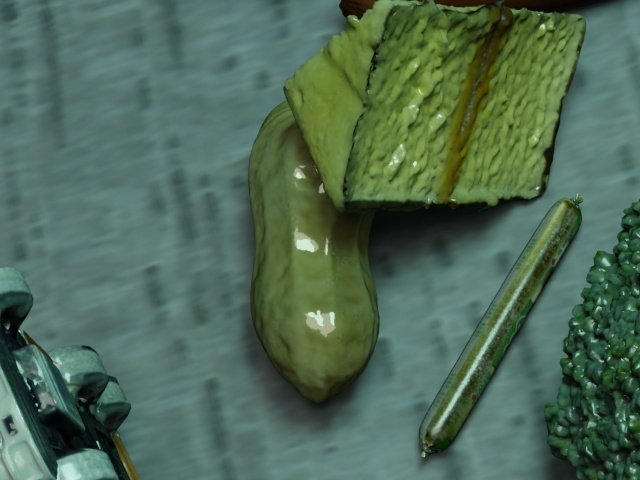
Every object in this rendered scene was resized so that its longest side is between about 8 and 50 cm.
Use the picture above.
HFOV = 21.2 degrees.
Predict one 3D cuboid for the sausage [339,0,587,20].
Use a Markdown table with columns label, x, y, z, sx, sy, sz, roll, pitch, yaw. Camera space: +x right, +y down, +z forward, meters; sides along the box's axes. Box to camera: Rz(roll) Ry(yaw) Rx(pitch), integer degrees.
| label | x | y | z | sx | sy | sz | roll | pitch | yaw |
| --- | --- | --- | --- | --- | --- | --- | --- | --- | --- |
| sausage | 0.164 | -0.238 | 1.518 | 0.300 | 0.089 | 0.083 | -16 | 78 | -3 |

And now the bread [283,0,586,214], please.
| label | x | y | z | sx | sy | sz | roll | pitch | yaw |
| --- | --- | --- | --- | --- | --- | --- | --- | --- | --- |
| bread | 0.097 | -0.112 | 1.392 | 0.141 | 0.266 | 0.178 | 10 | 99 | 47 |

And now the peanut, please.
| label | x | y | z | sx | sy | sz | roll | pitch | yaw |
| --- | --- | --- | --- | --- | --- | --- | --- | --- | --- |
| peanut | 0.000 | 0.000 | 1.406 | 0.111 | 0.125 | 0.275 | 5 | 65 | -20 |

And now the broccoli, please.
| label | x | y | z | sx | sy | sz | roll | pitch | yaw |
| --- | --- | --- | --- | --- | --- | --- | --- | --- | --- |
| broccoli | 0.320 | 0.133 | 1.250 | 0.317 | 0.338 | 0.277 | 38 | 103 | -4 |

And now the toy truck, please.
| label | x | y | z | sx | sy | sz | roll | pitch | yaw |
| --- | --- | --- | --- | --- | --- | --- | --- | --- | --- |
| toy truck | -0.232 | 0.178 | 1.206 | 0.206 | 0.387 | 0.173 | -28 | 67 | -3 |

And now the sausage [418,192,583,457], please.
| label | x | y | z | sx | sy | sz | roll | pitch | yaw |
| --- | --- | --- | --- | --- | --- | --- | --- | --- | --- |
| sausage | 0.150 | 0.068 | 1.416 | 0.032 | 0.033 | 0.269 | 28 | 71 | 15 |
